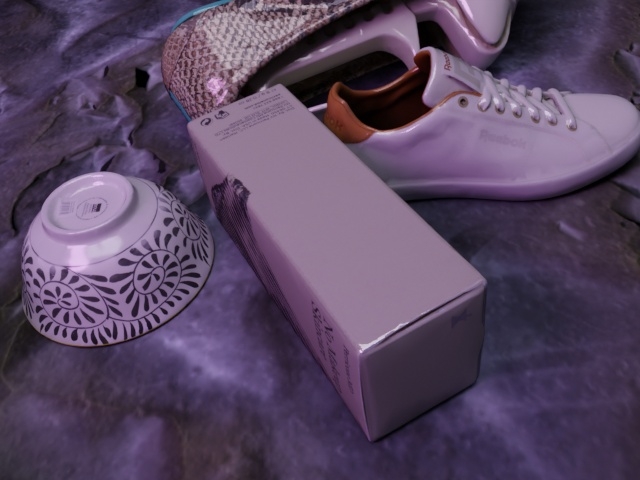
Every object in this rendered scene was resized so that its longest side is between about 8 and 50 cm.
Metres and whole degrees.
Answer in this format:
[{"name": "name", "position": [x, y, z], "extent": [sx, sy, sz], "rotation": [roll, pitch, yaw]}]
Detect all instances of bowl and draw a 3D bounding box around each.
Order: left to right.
[{"name": "bowl", "position": [-0.180, -0.004, 0.541], "extent": [0.170, 0.080, 0.170], "rotation": [-4, 44, 4]}]

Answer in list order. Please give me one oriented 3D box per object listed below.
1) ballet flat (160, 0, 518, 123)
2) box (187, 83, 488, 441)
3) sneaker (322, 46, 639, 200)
[{"name": "ballet flat", "position": [0.076, -0.222, 0.687], "extent": [0.482, 0.164, 0.182], "rotation": [-26, 69, -9]}, {"name": "box", "position": [0.000, 0.000, 0.487], "extent": [0.094, 0.113, 0.275], "rotation": [-26, 46, -15]}, {"name": "sneaker", "position": [0.144, -0.106, 0.561], "extent": [0.289, 0.123, 0.106], "rotation": [-8, 43, -1]}]
